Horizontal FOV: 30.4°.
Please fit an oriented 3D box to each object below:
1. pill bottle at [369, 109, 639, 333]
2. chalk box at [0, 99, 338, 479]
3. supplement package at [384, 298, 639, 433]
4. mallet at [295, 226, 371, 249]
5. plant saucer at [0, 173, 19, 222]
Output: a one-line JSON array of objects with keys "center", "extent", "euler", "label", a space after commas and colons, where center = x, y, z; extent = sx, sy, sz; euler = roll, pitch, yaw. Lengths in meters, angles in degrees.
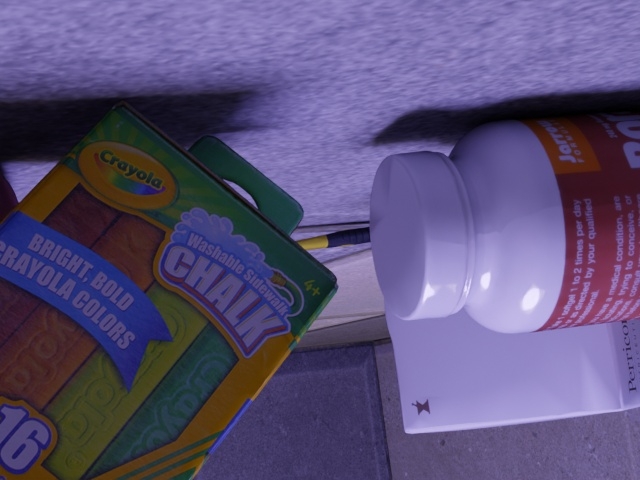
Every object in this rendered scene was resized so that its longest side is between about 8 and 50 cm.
[{"center": [0.143, -0.011, 0.667], "extent": [0.216, 0.121, 0.121], "euler": [-5, 172, -16], "label": "pill bottle"}, {"center": [-0.087, 0.037, 0.550], "extent": [0.213, 0.132, 0.132], "euler": [-53, -179, -23], "label": "chalk box"}, {"center": [0.202, 0.041, 0.906], "extent": [0.175, 0.177, 0.293], "euler": [-13, 172, 38], "label": "supplement package"}, {"center": [0.000, 0.000, 0.966], "extent": [0.190, 0.039, 0.062], "euler": [-10, 171, -18], "label": "mallet"}, {"center": [-0.309, 0.050, 0.593], "extent": [0.332, 0.084, 0.332], "euler": [-18, 168, -4], "label": "plant saucer"}]
